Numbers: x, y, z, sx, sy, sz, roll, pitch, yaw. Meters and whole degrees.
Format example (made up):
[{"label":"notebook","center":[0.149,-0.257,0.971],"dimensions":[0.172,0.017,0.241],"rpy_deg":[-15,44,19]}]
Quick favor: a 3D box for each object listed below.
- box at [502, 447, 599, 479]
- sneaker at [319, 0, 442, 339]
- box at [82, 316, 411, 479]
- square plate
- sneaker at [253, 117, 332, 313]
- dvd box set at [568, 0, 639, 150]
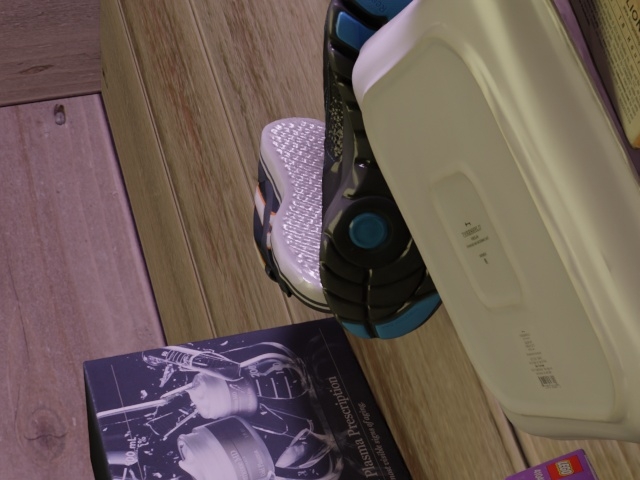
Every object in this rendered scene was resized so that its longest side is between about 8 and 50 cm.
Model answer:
[{"label":"box","center":[0.190,0.290,0.749],"dimensions":[0.201,0.057,0.293],"rpy_deg":[-98,-15,-69]},{"label":"sneaker","center":[0.062,-0.079,1.175],"dimensions":[0.139,0.125,0.340],"rpy_deg":[-93,4,-69]},{"label":"box","center":[-0.081,0.284,1.505],"dimensions":[0.343,0.313,0.179],"rpy_deg":[-116,22,-45]},{"label":"square plate","center":[0.124,-0.009,0.899],"dimensions":[0.344,0.049,0.347],"rpy_deg":[65,168,1]},{"label":"sneaker","center":[0.000,0.000,1.392],"dimensions":[0.321,0.126,0.127],"rpy_deg":[-103,15,-56]},{"label":"dvd box set","center":[0.192,-0.277,0.621],"dimensions":[0.420,0.062,0.307],"rpy_deg":[109,148,-62]}]
